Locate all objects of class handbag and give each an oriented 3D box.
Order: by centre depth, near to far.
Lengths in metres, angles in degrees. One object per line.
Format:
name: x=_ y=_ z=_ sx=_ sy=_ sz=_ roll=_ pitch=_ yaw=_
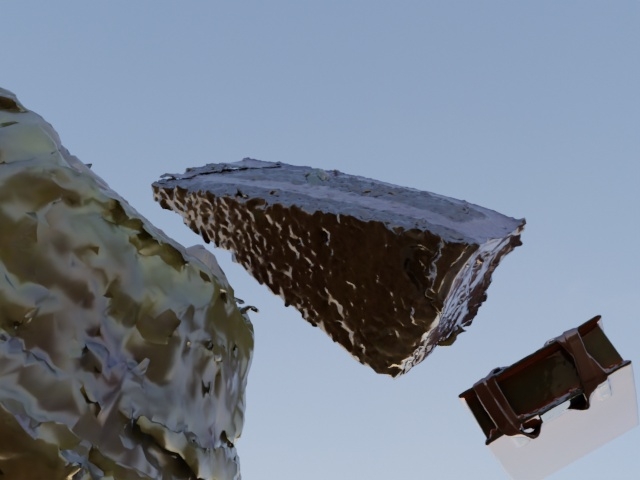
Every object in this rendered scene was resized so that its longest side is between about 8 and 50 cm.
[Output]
handbag: x=0.195 y=0.140 z=0.707 sx=0.127 sy=0.063 sz=0.190 roll=-31 pitch=-32 yaw=5

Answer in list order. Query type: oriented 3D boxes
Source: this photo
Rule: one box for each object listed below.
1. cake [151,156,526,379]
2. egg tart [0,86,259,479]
cake: x=0.000 y=0.000 z=0.621 sx=0.295 sy=0.116 sz=0.112 roll=23 pitch=-63 yaw=37
egg tart: x=-0.145 y=0.028 z=0.446 sx=0.352 sy=0.352 sz=0.150 roll=42 pitch=-101 yaw=-15
